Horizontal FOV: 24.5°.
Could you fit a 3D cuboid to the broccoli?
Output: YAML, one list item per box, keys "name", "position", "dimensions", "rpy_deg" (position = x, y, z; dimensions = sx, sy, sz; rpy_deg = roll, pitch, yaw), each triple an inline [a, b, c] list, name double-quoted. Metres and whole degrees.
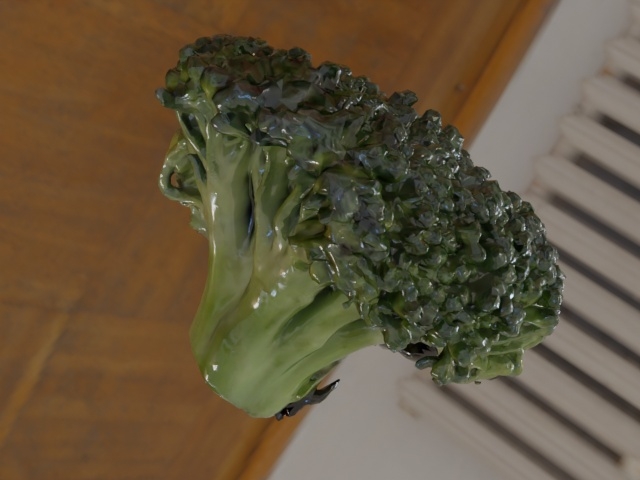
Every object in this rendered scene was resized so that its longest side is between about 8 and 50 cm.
- name: "broccoli"
  position: [0.018, -0.017, 1.116]
  dimensions: [0.272, 0.324, 0.334]
  rpy_deg: [-23, 157, 18]
